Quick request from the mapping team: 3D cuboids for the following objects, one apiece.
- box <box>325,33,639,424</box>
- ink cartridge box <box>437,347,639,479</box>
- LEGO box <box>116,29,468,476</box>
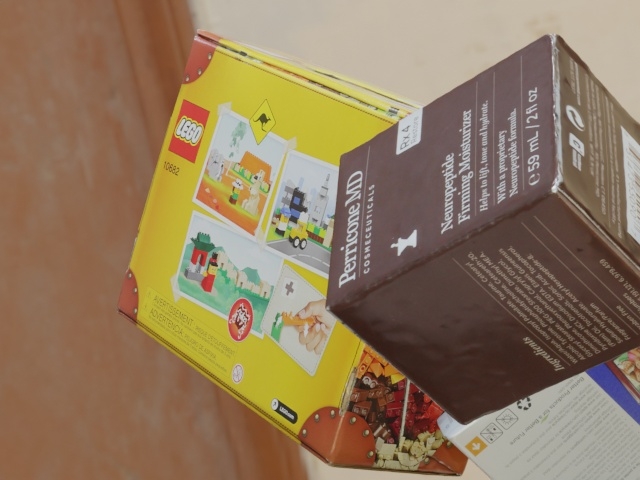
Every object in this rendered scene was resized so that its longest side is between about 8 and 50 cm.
[{"bbox_3d":[0.136,-0.005,1.209,0.167,0.203,0.168,41,36,-31],"label":"box"},{"bbox_3d":[0.336,0.192,1.762,0.307,0.303,0.072,44,6,-20],"label":"ink cartridge box"},{"bbox_3d":[0.000,0.000,1.920,0.193,0.500,0.373,11,101,-37],"label":"LEGO box"}]
